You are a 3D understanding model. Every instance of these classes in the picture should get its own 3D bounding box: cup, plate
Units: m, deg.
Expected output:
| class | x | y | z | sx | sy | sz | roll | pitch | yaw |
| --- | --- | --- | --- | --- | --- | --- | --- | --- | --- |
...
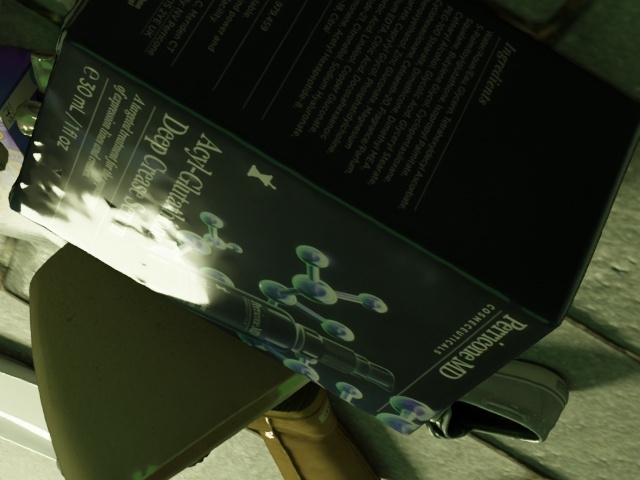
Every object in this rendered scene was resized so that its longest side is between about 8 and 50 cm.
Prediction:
| class | x | y | z | sx | sy | sz | roll | pitch | yaw |
| --- | --- | --- | --- | --- | --- | --- | --- | --- | --- |
| cup | -0.159 | 0.096 | 1.502 | 0.237 | 0.331 | 0.331 | 54 | 152 | 7 |
| plate | -0.491 | 0.221 | 2.230 | 0.278 | 0.045 | 0.277 | 21 | 150 | 13 |

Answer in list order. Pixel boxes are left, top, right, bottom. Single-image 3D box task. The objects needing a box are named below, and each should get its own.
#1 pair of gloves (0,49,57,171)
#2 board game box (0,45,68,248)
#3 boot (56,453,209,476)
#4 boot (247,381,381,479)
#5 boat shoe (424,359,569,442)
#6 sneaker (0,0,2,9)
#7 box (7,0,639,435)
| class | x | y | z | sx | sy | sz | roll | pitch | yaw |
| --- | --- | --- | --- | --- | --- | --- | --- | --- | --- |
| pair of gloves | -0.289 | -0.091 | 1.390 | 0.240 | 0.042 | 0.204 | -8 | 138 | -16 |
| board game box | -0.408 | -0.116 | 1.566 | 0.347 | 0.078 | 0.233 | 13 | 148 | 26 |
| boot | -0.297 | 0.212 | 1.999 | 0.338 | 0.118 | 0.223 | -23 | 122 | 42 |
| boot | -0.059 | 0.243 | 1.844 | 0.236 | 0.089 | 0.269 | 12 | 149 | 28 |
| boat shoe | 0.142 | 0.164 | 1.541 | 0.227 | 0.081 | 0.079 | 4 | 143 | 37 |
| sneaker | -0.389 | -0.289 | 1.250 | 0.147 | 0.104 | 0.295 | 0 | 135 | 44 |
| box | -0.007 | -0.063 | 1.164 | 0.395 | 0.212 | 0.293 | 30 | 151 | -5 |
